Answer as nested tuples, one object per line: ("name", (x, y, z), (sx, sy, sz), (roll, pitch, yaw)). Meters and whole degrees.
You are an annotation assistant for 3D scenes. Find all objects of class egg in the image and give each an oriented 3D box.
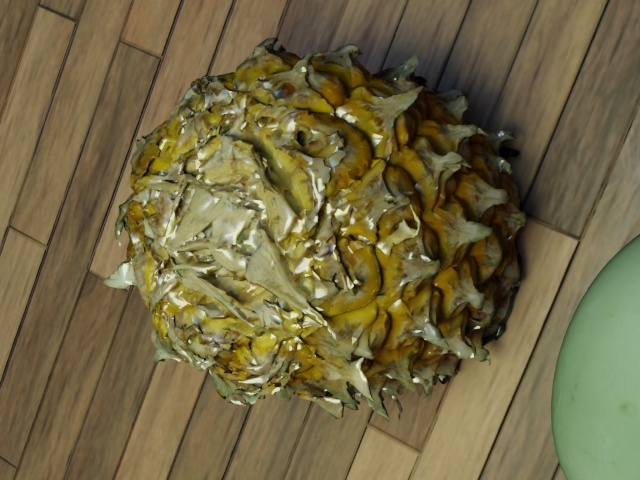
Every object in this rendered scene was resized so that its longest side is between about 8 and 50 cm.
("egg", (0.290, 0.105, 0.976), (0.203, 0.203, 0.282), (27, 107, 26))

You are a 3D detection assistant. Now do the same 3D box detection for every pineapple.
("pineapple", (-0.002, -0.002, 1.089), (0.352, 0.300, 0.352), (1, 93, 34))
